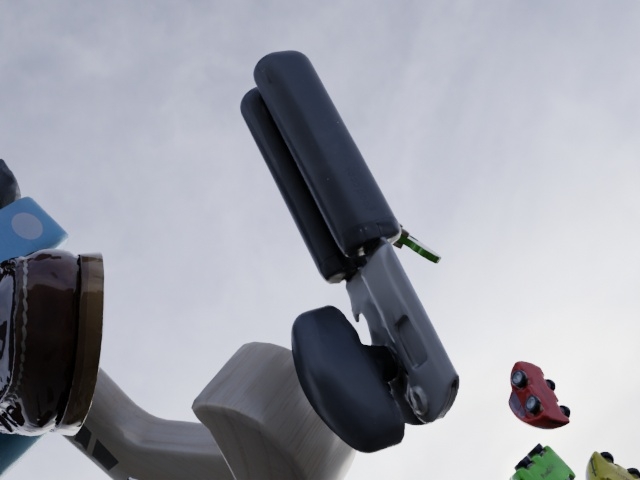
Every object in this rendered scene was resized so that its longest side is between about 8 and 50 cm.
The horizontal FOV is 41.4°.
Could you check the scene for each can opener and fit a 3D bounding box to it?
[{"bbox_3d":[0.000,0.000,0.567,0.095,0.283,0.076,-15,-24,-29],"label":"can opener"}]

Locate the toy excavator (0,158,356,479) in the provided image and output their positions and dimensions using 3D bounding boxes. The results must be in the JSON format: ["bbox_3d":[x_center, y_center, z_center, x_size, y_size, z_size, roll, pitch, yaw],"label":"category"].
[{"bbox_3d":[-0.239,0.112,0.704,0.445,0.222,0.433,45,-51,-3],"label":"toy excavator"}]

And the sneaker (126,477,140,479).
[{"bbox_3d":[-0.076,0.131,0.387,0.069,0.038,0.098,24,-29,16],"label":"sneaker"}]

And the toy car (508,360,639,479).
[{"bbox_3d":[0.273,0.262,0.993,0.225,0.239,0.053,-12,-36,-54],"label":"toy car"}]

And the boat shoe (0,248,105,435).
[{"bbox_3d":[-0.141,0.052,0.375,0.073,0.073,0.207,9,-22,-21],"label":"boat shoe"}]

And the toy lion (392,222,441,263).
[{"bbox_3d":[0.164,0.008,1.471,0.096,0.100,0.034,29,-81,-11],"label":"toy lion"}]
